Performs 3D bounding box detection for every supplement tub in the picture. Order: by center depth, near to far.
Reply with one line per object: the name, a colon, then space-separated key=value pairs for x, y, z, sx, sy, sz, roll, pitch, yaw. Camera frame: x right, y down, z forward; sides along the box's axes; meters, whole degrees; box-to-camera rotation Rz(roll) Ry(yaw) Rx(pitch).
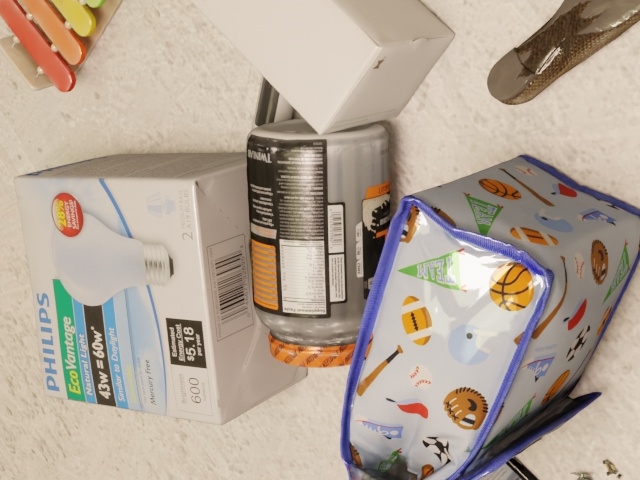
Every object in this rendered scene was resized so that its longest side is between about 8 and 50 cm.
supplement tub: x=0.000 y=0.000 z=1.517 sx=0.193 sy=0.193 sz=0.316 roll=8 pitch=107 yaw=33

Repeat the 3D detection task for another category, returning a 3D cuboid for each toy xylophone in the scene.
toy xylophone: x=-0.413 y=-0.401 z=1.775 sx=0.236 sy=0.081 sz=0.322 roll=44 pitch=122 yaw=19

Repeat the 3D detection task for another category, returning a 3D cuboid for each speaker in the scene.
speaker: x=-0.059 y=-0.215 z=1.590 sx=0.055 sy=0.055 sz=0.136 roll=25 pitch=115 yaw=28

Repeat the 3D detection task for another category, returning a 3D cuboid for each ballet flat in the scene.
ballet flat: x=0.306 y=-0.244 z=1.331 sx=0.250 sy=0.058 sz=0.084 roll=-40 pitch=57 yaw=30

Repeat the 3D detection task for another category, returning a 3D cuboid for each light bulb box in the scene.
light bulb box: x=-0.239 y=0.056 z=1.680 sx=0.361 sy=0.225 sz=0.358 roll=2 pitch=103 yaw=34

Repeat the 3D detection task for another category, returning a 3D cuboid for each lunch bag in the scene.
lunch bag: x=0.200 y=0.130 z=1.330 sx=0.239 sy=0.328 sz=0.385 roll=31 pitch=116 yaw=27

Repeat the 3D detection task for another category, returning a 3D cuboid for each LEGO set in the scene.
LEGO set: x=0.356 y=0.319 z=1.459 sx=0.083 sy=0.023 sz=0.054 roll=-28 pitch=87 yaw=23

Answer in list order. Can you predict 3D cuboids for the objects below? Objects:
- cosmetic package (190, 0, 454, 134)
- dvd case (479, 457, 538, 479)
cosmetic package: x=-0.029 y=-0.322 z=1.455 sx=0.365 sy=0.197 sz=0.155 roll=49 pitch=124 yaw=17
dvd case: x=0.193 y=0.334 z=1.573 sx=0.253 sy=0.022 sz=0.180 roll=45 pitch=122 yaw=18
